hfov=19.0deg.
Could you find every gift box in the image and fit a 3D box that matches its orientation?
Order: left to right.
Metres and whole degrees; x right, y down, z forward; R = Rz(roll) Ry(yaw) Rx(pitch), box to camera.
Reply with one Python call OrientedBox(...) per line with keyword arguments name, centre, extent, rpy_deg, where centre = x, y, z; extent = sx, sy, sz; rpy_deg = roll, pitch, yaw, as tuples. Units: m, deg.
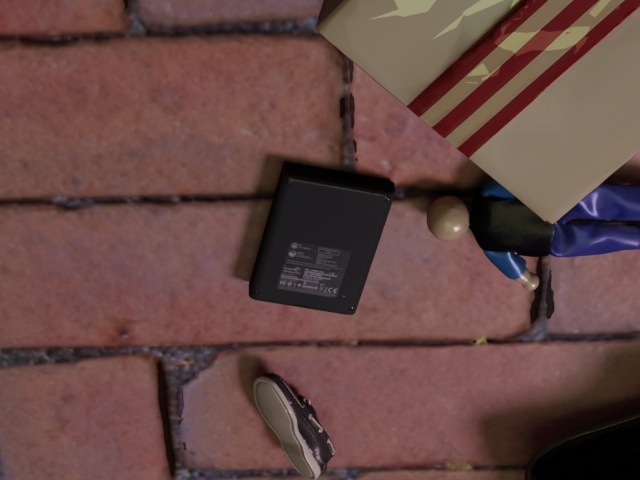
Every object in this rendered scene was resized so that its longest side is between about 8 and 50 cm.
OrientedBox(name="gift box", centre=(0.186, -0.199, 1.300), extent=(0.276, 0.255, 0.258), rpy_deg=(35, 122, -19))

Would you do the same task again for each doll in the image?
OrientedBox(name="doll", centre=(0.181, -0.013, 1.577), extent=(0.189, 0.046, 0.129), rpy_deg=(1, 128, -3))

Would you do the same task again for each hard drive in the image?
OrientedBox(name="hard drive", centre=(0.000, 0.000, 1.596), extent=(0.094, 0.022, 0.135), rpy_deg=(10, 128, -10))

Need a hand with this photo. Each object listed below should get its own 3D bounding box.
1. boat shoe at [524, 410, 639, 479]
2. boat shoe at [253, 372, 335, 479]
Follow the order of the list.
OrientedBox(name="boat shoe", centre=(0.345, 0.194, 1.686), extent=(0.355, 0.132, 0.130), rpy_deg=(-23, 137, 15))
OrientedBox(name="boat shoe", centre=(-0.021, 0.160, 1.717), extent=(0.046, 0.038, 0.125), rpy_deg=(11, 138, 46))
